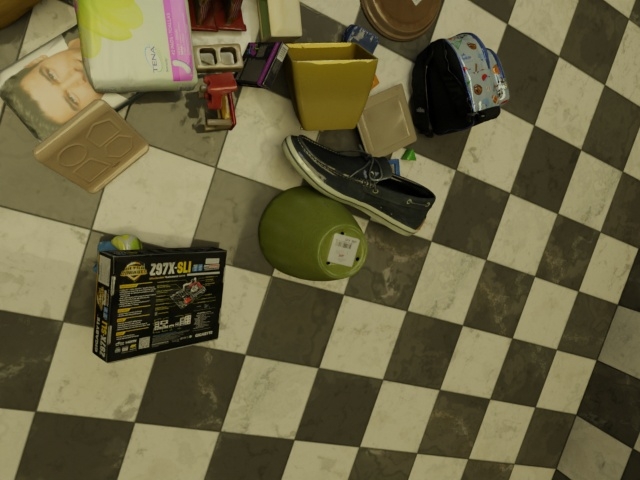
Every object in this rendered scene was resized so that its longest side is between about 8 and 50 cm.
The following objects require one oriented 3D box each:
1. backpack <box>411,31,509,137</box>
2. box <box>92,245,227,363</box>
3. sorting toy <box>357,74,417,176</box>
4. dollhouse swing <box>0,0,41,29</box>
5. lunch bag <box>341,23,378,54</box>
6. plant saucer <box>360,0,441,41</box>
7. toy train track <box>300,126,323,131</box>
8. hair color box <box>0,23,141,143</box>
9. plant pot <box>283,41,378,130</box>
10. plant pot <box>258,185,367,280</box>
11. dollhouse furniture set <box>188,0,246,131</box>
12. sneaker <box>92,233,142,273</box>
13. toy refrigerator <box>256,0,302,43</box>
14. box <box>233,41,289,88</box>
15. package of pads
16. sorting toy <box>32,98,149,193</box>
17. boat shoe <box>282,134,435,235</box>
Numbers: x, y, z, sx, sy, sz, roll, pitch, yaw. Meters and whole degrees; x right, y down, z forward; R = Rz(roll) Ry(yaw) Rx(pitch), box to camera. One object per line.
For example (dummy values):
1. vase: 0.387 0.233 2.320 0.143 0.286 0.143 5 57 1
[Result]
1. backpack: 0.401 -0.461 1.393 0.213 0.276 0.263 -28 103 -20
2. box: -0.395 0.149 1.212 0.322 0.079 0.257 -3 102 -49
3. sorting toy: 0.187 -0.352 1.433 0.196 0.047 0.347 -29 114 -19
4. dollhouse swing: -0.696 -0.662 1.013 0.315 0.305 0.346 -17 112 25
5. lunch bag: 0.107 -0.564 1.351 0.098 0.065 0.067 22 110 -23
6. plant saucer: 0.242 -0.727 1.387 0.278 0.041 0.277 -4 101 -22
7. toy train track: -0.018 -0.332 1.375 0.083 0.014 0.048 -18 114 -12
8. hair color box: -0.525 -0.385 1.106 0.374 0.113 0.185 -38 112 -10
9. plant pot: 0.015 -0.403 1.261 0.212 0.212 0.187 -5 123 -11
10. plant pot: 0.000 0.000 1.293 0.275 0.293 0.274 -4 102 -21
11. dollhouse furniture set: -0.220 -0.467 1.130 0.152 0.201 0.374 -10 92 -19
12. sneaker: -0.504 0.093 1.238 0.126 0.091 0.240 -1 115 9
13. toy refrigerator: -0.118 -0.654 1.223 0.094 0.102 0.269 -9 104 -20
14. box: -0.157 -0.447 1.217 0.029 0.162 0.116 24 91 -45
15. package of pads: -0.399 -0.471 1.022 0.229 0.101 0.296 -10 104 -21
16. sorting toy: -0.526 -0.216 1.115 0.193 0.208 0.038 -41 70 -5
17. boat shoe: 0.120 -0.179 1.346 0.500 0.186 0.156 26 120 -24
